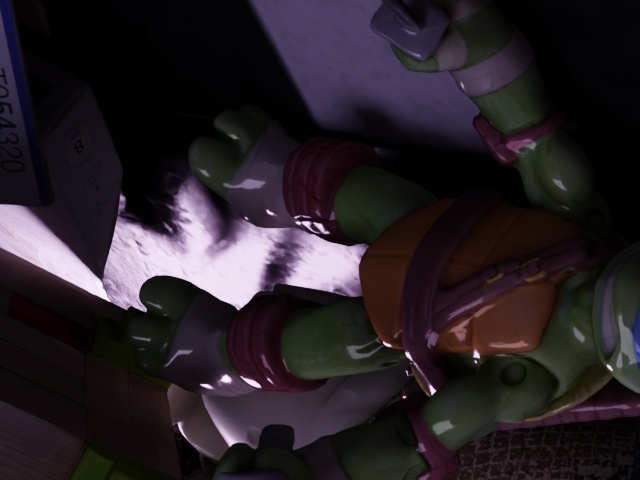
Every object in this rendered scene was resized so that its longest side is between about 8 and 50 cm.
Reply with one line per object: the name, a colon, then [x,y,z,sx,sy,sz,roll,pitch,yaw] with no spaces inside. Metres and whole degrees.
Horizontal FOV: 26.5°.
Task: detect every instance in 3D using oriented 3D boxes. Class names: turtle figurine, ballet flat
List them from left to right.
ballet flat: [-0.009,0.116,0.766,0.182,0.164,0.483,48,157,-2]
turtle figurine: [0.000,0.000,0.520,0.266,0.274,0.198,3,103,55]

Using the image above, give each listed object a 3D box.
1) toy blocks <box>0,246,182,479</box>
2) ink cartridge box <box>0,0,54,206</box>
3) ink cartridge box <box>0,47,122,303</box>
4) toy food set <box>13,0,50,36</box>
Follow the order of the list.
toy blocks: [-0.216,0.065,0.709,0.261,0.191,0.381,27,-175,-13]
ink cartridge box: [-0.305,-0.156,0.649,0.330,0.071,0.324,2,136,2]
ink cartridge box: [-0.204,-0.052,0.853,0.189,0.066,0.232,27,160,20]
toy food set: [-0.238,-0.170,0.711,0.192,0.038,0.132,25,151,24]
